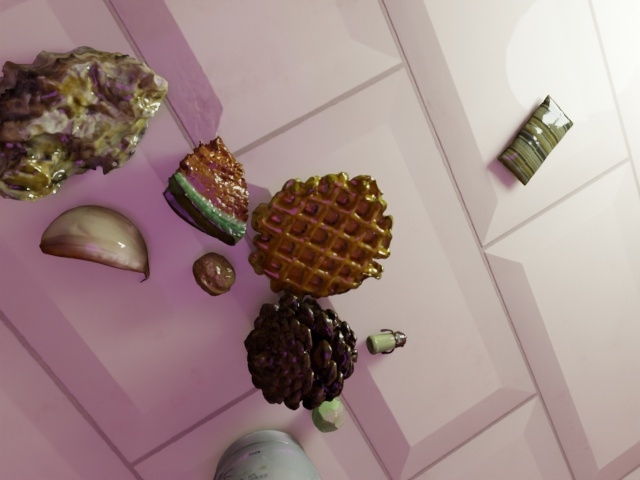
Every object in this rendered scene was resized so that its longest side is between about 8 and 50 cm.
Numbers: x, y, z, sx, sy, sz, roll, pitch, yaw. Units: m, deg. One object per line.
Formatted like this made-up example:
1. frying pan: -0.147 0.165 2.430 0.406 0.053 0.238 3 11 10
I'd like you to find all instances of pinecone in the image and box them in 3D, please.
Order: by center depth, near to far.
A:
1. pinecone: -0.041 0.244 0.890 0.243 0.243 0.257 -43 150 -2

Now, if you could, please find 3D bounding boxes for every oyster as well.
1. oyster: -0.445 -0.227 0.743 0.351 0.115 0.238 -23 106 -8

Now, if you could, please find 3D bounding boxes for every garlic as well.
1. garlic: -0.419 0.005 0.800 0.206 0.115 0.128 25 88 -20

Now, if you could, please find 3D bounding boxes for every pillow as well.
1. pillow: 0.537 -0.247 1.025 0.113 0.038 0.203 37 90 -18

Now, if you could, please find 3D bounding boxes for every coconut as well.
1. coconut: 0.018 0.428 1.016 0.083 0.081 0.082 26 59 -4

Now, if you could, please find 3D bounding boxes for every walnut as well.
1. walnut: -0.225 0.072 0.881 0.079 0.082 0.096 -32 104 27

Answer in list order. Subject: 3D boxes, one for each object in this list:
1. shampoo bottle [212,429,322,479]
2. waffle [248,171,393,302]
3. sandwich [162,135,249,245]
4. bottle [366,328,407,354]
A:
1. shampoo bottle: -0.119 0.593 0.914 0.272 0.266 0.273 -4 105 -14
2. waffle: 0.000 0.000 0.883 0.324 0.068 0.302 -16 121 -1
3. sandwich: -0.211 -0.095 0.843 0.184 0.109 0.160 42 69 -16
4. bottle: 0.167 0.254 1.035 0.101 0.047 0.063 -8 131 -17
